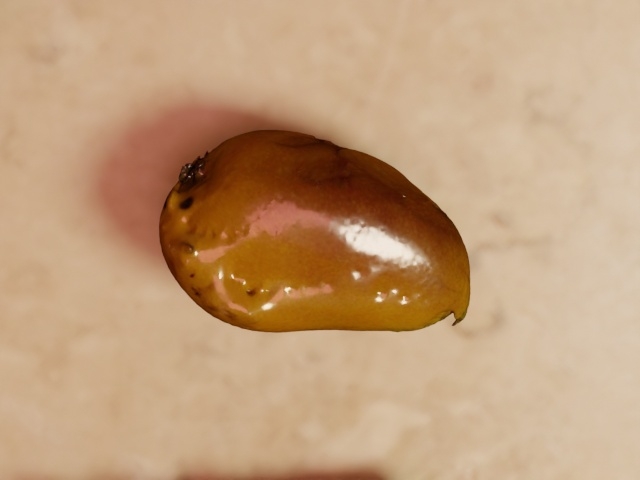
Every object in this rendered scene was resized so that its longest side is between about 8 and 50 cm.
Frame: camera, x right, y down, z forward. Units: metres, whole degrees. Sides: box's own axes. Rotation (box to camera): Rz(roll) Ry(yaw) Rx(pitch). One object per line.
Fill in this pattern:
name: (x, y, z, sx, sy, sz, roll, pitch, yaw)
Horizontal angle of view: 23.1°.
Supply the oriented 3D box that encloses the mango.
mango: (0.000, 0.000, 0.605, 0.127, 0.063, 0.077, 13, 96, -14)
